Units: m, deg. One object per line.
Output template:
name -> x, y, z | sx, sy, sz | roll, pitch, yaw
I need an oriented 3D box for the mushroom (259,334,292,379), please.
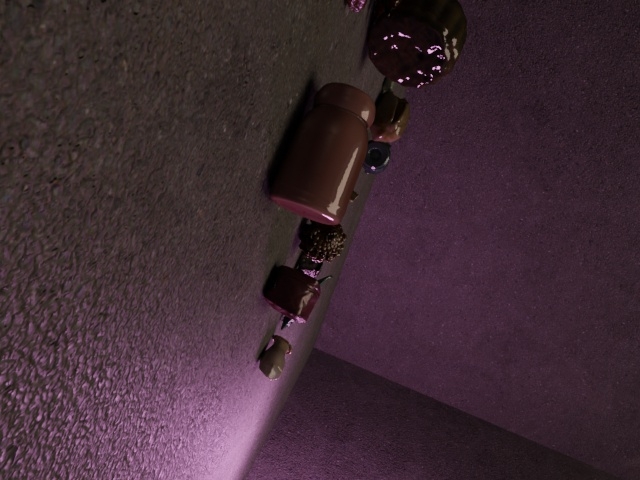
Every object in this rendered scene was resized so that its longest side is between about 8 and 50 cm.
mushroom -> -0.169, 0.438, 1.868 | 0.212, 0.097, 0.088 | -53, 152, -65

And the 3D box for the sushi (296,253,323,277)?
sushi -> -0.039, 0.093, 1.848 | 0.084, 0.094, 0.098 | 99, 9, -69

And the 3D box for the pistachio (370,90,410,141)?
pistachio -> 0.313, -0.556, 2.284 | 0.197, 0.166, 0.288 | -40, -159, 48

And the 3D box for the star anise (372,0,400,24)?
star anise -> 0.194, -0.704, 1.307 | 0.272, 0.102, 0.272 | -50, -158, 29

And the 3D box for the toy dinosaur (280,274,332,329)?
toy dinosaur -> -0.062, 0.238, 1.979 | 0.292, 0.079, 0.120 | -48, -177, -3

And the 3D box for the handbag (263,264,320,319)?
handbag -> -0.082, 0.163, 1.525 | 0.135, 0.146, 0.225 | -63, 170, -13

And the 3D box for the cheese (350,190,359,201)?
cheese -> 0.171, -0.233, 2.625 | 0.060, 0.041, 0.084 | -62, -172, 3

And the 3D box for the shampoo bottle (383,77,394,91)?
shampoo bottle -> 0.338, -0.777, 2.244 | 0.072, 0.049, 0.212 | 24, 88, -78

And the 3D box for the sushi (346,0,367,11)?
sushi -> 0.084, -0.545, 1.081 | 0.118, 0.061, 0.060 | 165, -60, -74

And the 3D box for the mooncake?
mooncake -> 0.284, -0.599, 1.483 | 0.290, 0.290, 0.161 | 99, 18, -59

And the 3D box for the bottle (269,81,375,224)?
bottle -> 0.006, -0.199, 1.121 | 0.206, 0.173, 0.297 | 8, -103, 65

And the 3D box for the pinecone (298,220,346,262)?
pinecone -> 0.000, 0.000, 1.659 | 0.173, 0.173, 0.174 | 22, 90, -83

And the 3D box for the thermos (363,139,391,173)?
thermos -> 0.275, -0.411, 2.440 | 0.182, 0.145, 0.286 | -48, 177, 6
